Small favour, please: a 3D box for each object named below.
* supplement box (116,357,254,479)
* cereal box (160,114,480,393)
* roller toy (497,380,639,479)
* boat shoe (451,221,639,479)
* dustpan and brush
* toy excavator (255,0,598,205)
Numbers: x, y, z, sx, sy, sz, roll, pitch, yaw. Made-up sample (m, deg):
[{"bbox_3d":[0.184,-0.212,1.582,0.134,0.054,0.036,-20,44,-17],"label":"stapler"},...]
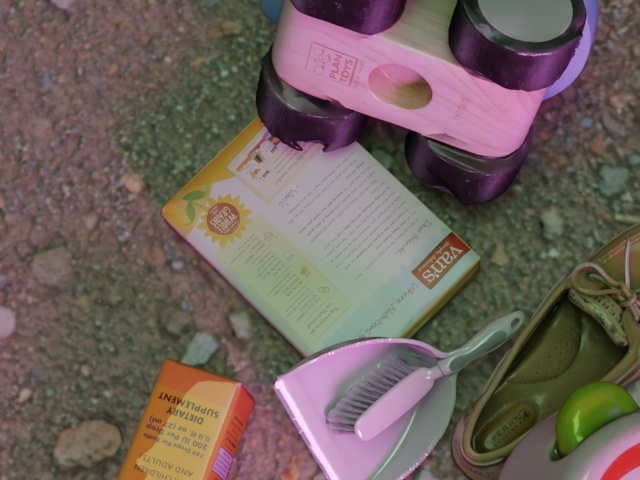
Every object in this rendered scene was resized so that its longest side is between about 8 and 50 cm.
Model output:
[{"bbox_3d":[-0.134,0.225,1.706,0.078,0.080,0.233,17,79,11],"label":"supplement box"},{"bbox_3d":[0.000,0.000,1.773,0.173,0.047,0.240,-43,76,-8],"label":"cereal box"},{"bbox_3d":[0.241,0.233,1.619,0.191,0.146,0.209,22,79,-21],"label":"roller toy"},{"bbox_3d":[0.223,0.095,1.708,0.104,0.089,0.285,37,80,13],"label":"boat shoe"},{"bbox_3d":[0.082,0.119,1.703,0.211,0.060,0.147,-37,116,-16],"label":"dustpan and brush"},{"bbox_3d":[0.058,-0.308,1.788,0.433,0.222,0.445,20,54,3],"label":"toy excavator"}]
